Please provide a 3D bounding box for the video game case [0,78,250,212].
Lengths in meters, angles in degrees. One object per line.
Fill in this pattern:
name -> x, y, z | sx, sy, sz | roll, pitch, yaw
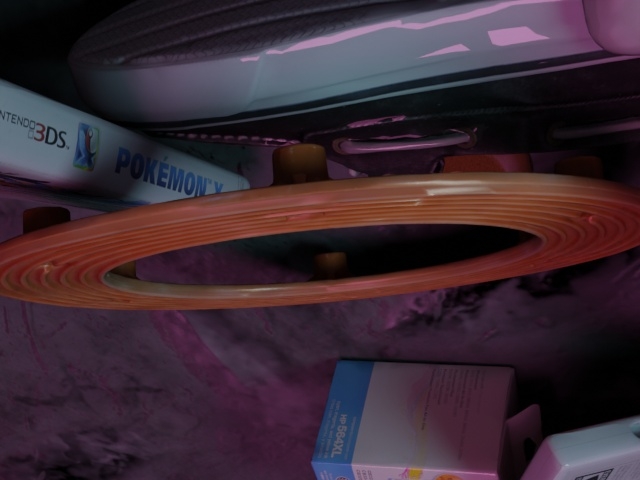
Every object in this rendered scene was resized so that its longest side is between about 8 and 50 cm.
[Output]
video game case -> -0.237, -0.056, 0.579 | 0.329, 0.036, 0.300 | 9, 178, 16

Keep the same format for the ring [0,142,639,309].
ring -> 0.000, 0.000, 0.581 | 0.337, 0.032, 0.336 | -5, 171, -1

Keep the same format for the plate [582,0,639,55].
plate -> 0.210, -0.178, 0.343 | 0.278, 0.045, 0.277 | -1, 128, 18

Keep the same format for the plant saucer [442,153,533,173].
plant saucer -> 0.079, -0.036, 0.655 | 0.083, 0.015, 0.083 | 9, 136, 9

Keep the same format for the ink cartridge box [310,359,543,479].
ink cartridge box -> 0.080, 0.146, 0.785 | 0.143, 0.090, 0.092 | 0, 134, 19

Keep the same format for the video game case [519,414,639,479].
video game case -> 0.201, 0.175, 0.745 | 0.206, 0.026, 0.227 | -8, 141, -21

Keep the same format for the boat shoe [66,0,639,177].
boat shoe -> 0.041, -0.075, 0.550 | 0.335, 0.121, 0.119 | -3, 128, 19
